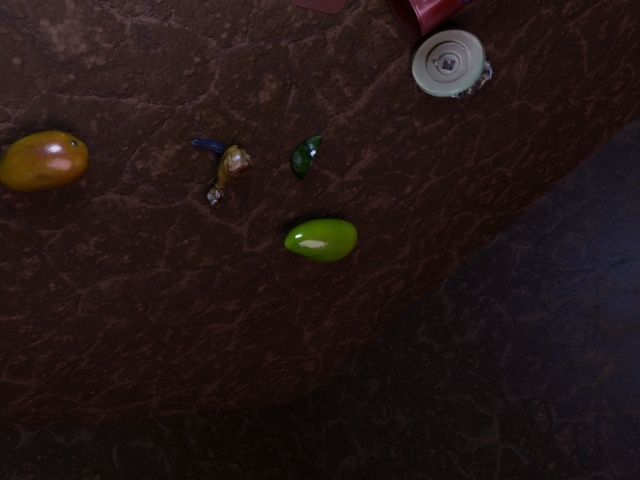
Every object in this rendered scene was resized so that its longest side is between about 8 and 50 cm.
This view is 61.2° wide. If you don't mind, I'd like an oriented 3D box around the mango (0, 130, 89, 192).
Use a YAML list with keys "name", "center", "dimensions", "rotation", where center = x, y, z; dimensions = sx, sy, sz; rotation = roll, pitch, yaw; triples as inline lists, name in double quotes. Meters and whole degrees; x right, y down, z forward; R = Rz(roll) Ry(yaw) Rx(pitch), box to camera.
- name: "mango"
  center: [-0.684, -0.191, 1.327]
  dimensions: [0.221, 0.120, 0.151]
  rotation: [-16, 148, -11]

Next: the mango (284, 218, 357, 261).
- name: "mango"
  center: [0.000, 0.000, 2.190]
  dimensions: [0.343, 0.156, 0.192]
  rotation: [0, 129, -37]

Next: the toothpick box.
- name: "toothpick box"
  center: [0.345, -0.710, 1.412]
  dimensions: [0.333, 0.204, 0.204]
  rotation: [-34, 150, 6]

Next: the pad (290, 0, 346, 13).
- name: "pad"
  center: [0.037, -0.698, 1.347]
  dimensions: [0.181, 0.004, 0.267]
  rotation: [-5, 141, -37]

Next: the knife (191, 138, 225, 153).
- name: "knife"
  center: [-0.333, -0.283, 1.609]
  dimensions: [0.121, 0.018, 0.031]
  rotation: [6, 131, -44]

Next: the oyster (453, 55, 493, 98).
- name: "oyster"
  center: [0.472, -0.572, 1.841]
  dimensions: [0.214, 0.083, 0.223]
  rotation: [19, 150, -28]

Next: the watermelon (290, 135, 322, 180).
- name: "watermelon"
  center: [-0.045, -0.264, 1.839]
  dimensions: [0.092, 0.075, 0.181]
  rotation: [-9, 142, -40]

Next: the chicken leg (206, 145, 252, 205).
- name: "chicken leg"
  center: [-0.296, -0.200, 1.702]
  dimensions: [0.107, 0.087, 0.251]
  rotation: [-26, 163, -48]

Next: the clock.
- name: "clock"
  center: [0.409, -0.568, 1.736]
  dimensions: [0.235, 0.029, 0.235]
  rotation: [2, 136, 2]
